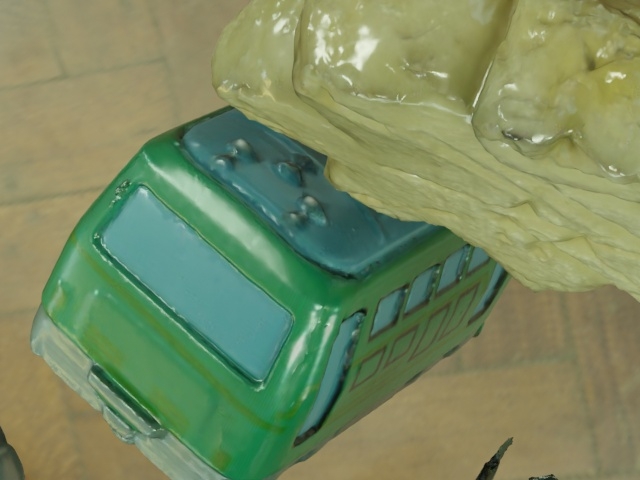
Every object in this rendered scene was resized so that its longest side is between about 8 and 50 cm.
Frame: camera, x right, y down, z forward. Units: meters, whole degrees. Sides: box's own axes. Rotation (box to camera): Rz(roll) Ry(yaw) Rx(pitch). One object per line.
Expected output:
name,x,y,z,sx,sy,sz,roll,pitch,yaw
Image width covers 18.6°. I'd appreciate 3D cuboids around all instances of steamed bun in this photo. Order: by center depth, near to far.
steamed bun,0.102,-0.065,0.839,0.292,0.295,0.137,17,82,19

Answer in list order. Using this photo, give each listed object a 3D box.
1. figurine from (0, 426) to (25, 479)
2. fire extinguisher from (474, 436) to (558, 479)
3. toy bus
figurine,-0.135,0.089,0.620,0.094,0.086,0.082,39,118,-20
fire extinguisher,0.124,0.251,1.151,0.118,0.093,0.294,-32,49,14
toy bus,0.000,0.000,1.221,0.183,0.343,0.199,39,125,15
